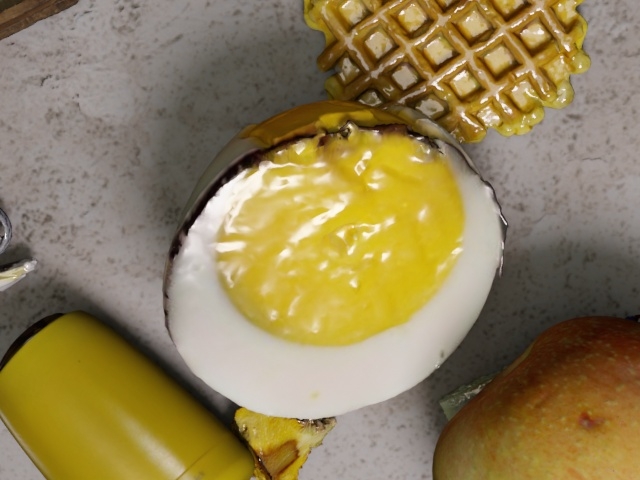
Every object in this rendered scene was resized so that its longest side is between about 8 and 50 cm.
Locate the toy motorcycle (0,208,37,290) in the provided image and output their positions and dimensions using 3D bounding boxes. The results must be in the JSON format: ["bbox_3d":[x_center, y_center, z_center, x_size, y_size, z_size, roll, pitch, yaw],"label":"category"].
[{"bbox_3d":[-0.421,0.054,1.311,0.228,0.074,0.151,-25,96,8],"label":"toy motorcycle"}]

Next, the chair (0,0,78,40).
[{"bbox_3d":[-0.388,-0.279,1.220,0.203,0.416,0.240,50,56,-2],"label":"chair"}]

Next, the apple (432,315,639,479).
[{"bbox_3d":[0.257,0.219,1.094,0.277,0.319,0.319,39,100,0],"label":"apple"}]

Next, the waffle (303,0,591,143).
[{"bbox_3d":[0.132,-0.235,1.208,0.300,0.058,0.282,-12,95,10],"label":"waffle"}]

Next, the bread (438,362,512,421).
[{"bbox_3d":[0.235,0.177,1.260,0.193,0.036,0.112,-27,94,10],"label":"bread"}]

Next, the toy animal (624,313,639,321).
[{"bbox_3d":[0.349,0.184,1.246,0.075,0.041,0.217,-4,101,6],"label":"toy animal"}]

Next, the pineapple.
[{"bbox_3d":[-0.035,0.218,1.286,0.114,0.077,0.114,-29,97,-3],"label":"pineapple"}]

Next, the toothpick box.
[{"bbox_3d":[-0.217,0.203,1.251,0.271,0.175,0.175,43,101,10],"label":"toothpick box"}]

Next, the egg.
[{"bbox_3d":[0.000,0.000,1.183,0.337,0.201,0.337,-5,114,-11],"label":"egg"}]
